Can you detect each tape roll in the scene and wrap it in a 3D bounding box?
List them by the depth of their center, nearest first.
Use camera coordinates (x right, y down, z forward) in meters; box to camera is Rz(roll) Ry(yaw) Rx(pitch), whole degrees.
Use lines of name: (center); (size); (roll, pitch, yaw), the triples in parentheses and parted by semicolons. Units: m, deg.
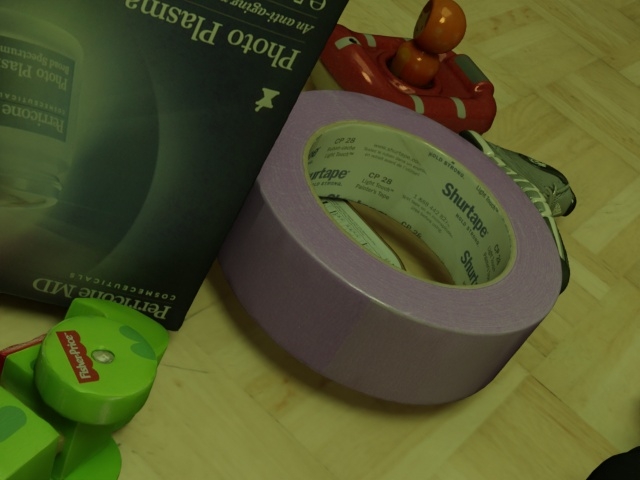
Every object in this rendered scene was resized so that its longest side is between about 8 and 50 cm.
tape roll: (0.055, -0.003, 0.803); (0.275, 0.090, 0.275); (19, 37, -16)

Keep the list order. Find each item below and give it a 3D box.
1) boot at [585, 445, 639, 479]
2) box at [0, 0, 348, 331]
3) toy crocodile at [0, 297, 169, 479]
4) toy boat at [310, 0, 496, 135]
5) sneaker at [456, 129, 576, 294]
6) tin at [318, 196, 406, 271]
boot: (0.052, 0.228, 0.557); (0.445, 0.146, 0.367); (15, 37, -12)
box: (-0.180, -0.124, 0.647); (0.296, 0.294, 0.183); (15, 32, -24)
toy crocodile: (-0.190, 0.122, 0.529); (0.105, 0.115, 0.340); (33, 34, 13)
toy boat: (0.104, -0.196, 1.070); (0.231, 0.151, 0.151); (-3, 47, -36)
sneaker: (0.227, -0.028, 1.012); (0.132, 0.086, 0.229); (8, 40, -30)
tin: (0.000, 0.000, 0.867); (0.106, 0.040, 0.190); (-14, 54, -48)
